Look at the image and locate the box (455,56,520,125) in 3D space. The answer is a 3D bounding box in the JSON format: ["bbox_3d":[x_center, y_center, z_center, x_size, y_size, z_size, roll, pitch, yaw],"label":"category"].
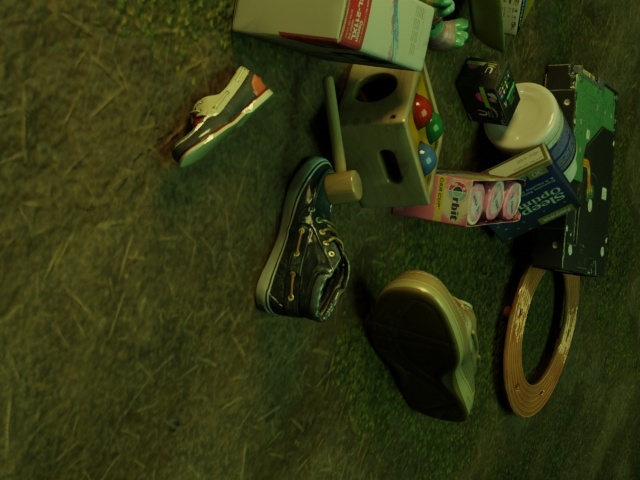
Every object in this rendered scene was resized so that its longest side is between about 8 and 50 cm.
[{"bbox_3d":[0.235,-0.208,1.470,0.052,0.062,0.083,-63,145,-22],"label":"box"}]

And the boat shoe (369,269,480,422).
[{"bbox_3d":[0.148,0.124,1.399,0.341,0.122,0.110,71,37,-55],"label":"boat shoe"}]

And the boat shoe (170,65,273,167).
[{"bbox_3d":[-0.098,-0.117,0.983,0.043,0.049,0.137,46,52,-3],"label":"boat shoe"}]

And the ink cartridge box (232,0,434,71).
[{"bbox_3d":[0.017,-0.222,1.050,0.175,0.127,0.072,3,98,-58],"label":"ink cartridge box"}]

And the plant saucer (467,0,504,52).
[{"bbox_3d":[0.195,-0.351,1.304,0.241,0.037,0.240,-8,90,-82],"label":"plant saucer"}]

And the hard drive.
[{"bbox_3d":[0.436,-0.112,1.796,0.237,0.064,0.338,8,87,-58],"label":"hard drive"}]

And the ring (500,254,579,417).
[{"bbox_3d":[0.388,0.148,1.867,0.337,0.032,0.336,-26,121,-54],"label":"ring"}]

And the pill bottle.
[{"bbox_3d":[0.325,-0.147,1.589,0.187,0.112,0.112,40,65,-55],"label":"pill bottle"}]

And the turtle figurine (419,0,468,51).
[{"bbox_3d":[0.110,-0.313,1.178,0.234,0.118,0.175,43,52,-66],"label":"turtle figurine"}]

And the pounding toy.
[{"bbox_3d":[0.070,-0.116,1.153,0.181,0.094,0.206,68,28,-42],"label":"pounding toy"}]

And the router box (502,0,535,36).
[{"bbox_3d":[0.276,-0.392,1.443,0.133,0.046,0.179,-58,158,-45],"label":"router box"}]

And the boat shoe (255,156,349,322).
[{"bbox_3d":[0.000,0.000,1.137,0.065,0.083,0.183,35,69,-57],"label":"boat shoe"}]

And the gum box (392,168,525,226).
[{"bbox_3d":[0.189,-0.059,1.401,0.188,0.107,0.062,-6,105,-58],"label":"gum box"}]

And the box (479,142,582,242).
[{"bbox_3d":[0.308,-0.061,1.576,0.225,0.136,0.036,34,34,-57],"label":"box"}]
